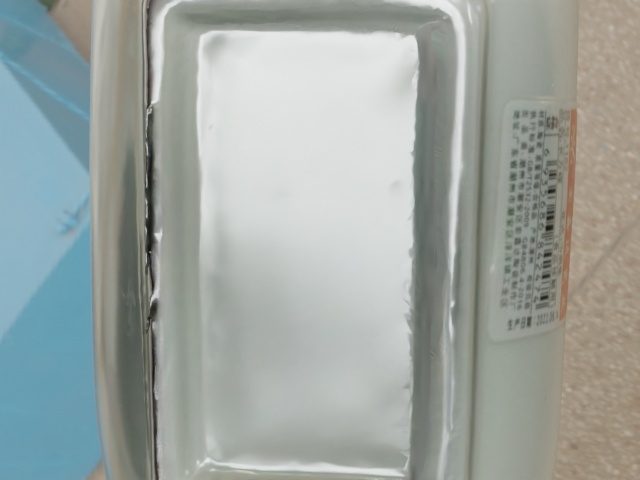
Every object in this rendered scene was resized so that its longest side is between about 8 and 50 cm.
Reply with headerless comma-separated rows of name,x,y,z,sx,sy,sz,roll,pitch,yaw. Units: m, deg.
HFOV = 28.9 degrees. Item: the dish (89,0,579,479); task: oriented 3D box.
dish,0.000,0.000,0.369,0.151,0.077,0.212,2,100,6
